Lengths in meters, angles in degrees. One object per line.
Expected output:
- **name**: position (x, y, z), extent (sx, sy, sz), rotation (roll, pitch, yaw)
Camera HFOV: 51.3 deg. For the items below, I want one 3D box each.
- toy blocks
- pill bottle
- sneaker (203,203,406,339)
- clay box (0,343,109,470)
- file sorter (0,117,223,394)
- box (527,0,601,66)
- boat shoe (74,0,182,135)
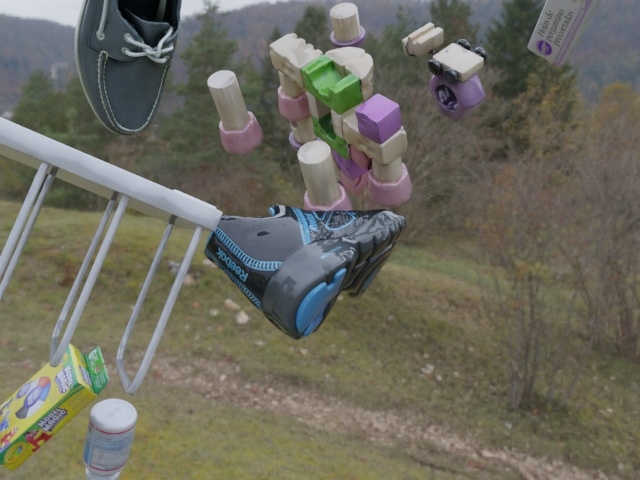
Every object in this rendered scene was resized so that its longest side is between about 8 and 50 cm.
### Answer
- **toy blocks**: position (0.045, -0.154, 1.005), extent (0.309, 0.260, 0.288), rotation (-36, 53, -16)
- **pill bottle**: position (-0.409, 0.392, 1.286), extent (0.087, 0.160, 0.087), rotation (15, 24, -7)
- **sneaker**: position (0.000, 0.000, 0.770), extent (0.140, 0.125, 0.341), rotation (33, 16, 14)
- **clay box**: position (-0.480, 0.280, 1.177), extent (0.222, 0.053, 0.127), rotation (-43, 37, -3)
- **file sorter**: position (-0.262, -0.002, 0.579), extent (0.278, 0.173, 0.193), rotation (24, -7, -20)
- **box**: position (0.365, -0.369, 0.905), extent (0.063, 0.067, 0.324), rotation (38, -17, 15)
- **boat shoe**: position (-0.228, -0.265, 0.814), extent (0.116, 0.319, 0.099), rotation (-6, 35, -32)
